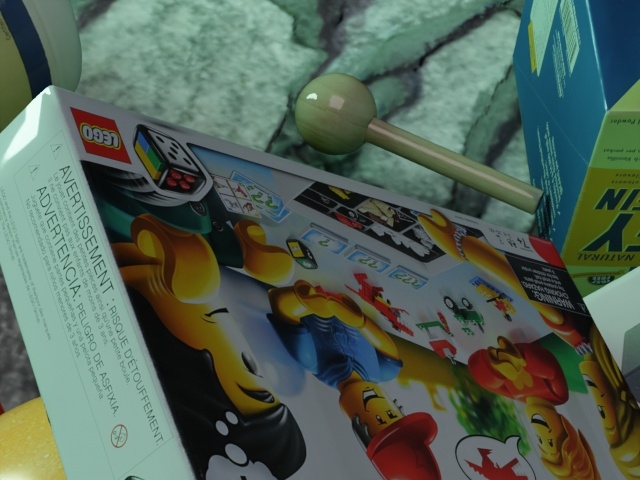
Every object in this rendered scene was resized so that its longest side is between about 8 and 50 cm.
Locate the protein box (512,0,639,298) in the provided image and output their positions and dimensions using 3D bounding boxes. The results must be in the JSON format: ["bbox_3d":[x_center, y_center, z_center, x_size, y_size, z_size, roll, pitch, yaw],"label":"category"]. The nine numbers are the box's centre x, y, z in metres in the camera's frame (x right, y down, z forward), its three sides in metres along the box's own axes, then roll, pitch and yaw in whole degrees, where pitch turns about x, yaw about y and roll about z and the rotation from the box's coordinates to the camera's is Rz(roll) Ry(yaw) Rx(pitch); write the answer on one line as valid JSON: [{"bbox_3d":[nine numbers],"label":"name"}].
[{"bbox_3d":[0.206,-0.098,0.947,0.136,0.201,0.199,-2,58,-3],"label":"protein box"}]

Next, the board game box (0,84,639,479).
[{"bbox_3d":[0.027,0.064,0.583,0.305,0.053,0.193,14,44,-48],"label":"board game box"}]

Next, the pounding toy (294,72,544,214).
[{"bbox_3d":[0.000,0.000,0.912,0.183,0.110,0.237,28,69,23],"label":"pounding toy"}]

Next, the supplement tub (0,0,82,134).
[{"bbox_3d":[-0.325,-0.095,0.909,0.316,0.228,0.228,-39,67,-23],"label":"supplement tub"}]

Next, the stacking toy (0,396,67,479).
[{"bbox_3d":[-0.246,0.186,0.652,0.480,0.350,0.350,9,58,-1],"label":"stacking toy"}]

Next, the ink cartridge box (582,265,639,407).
[{"bbox_3d":[0.176,0.107,0.821,0.273,0.198,0.115,-27,62,-18],"label":"ink cartridge box"}]
